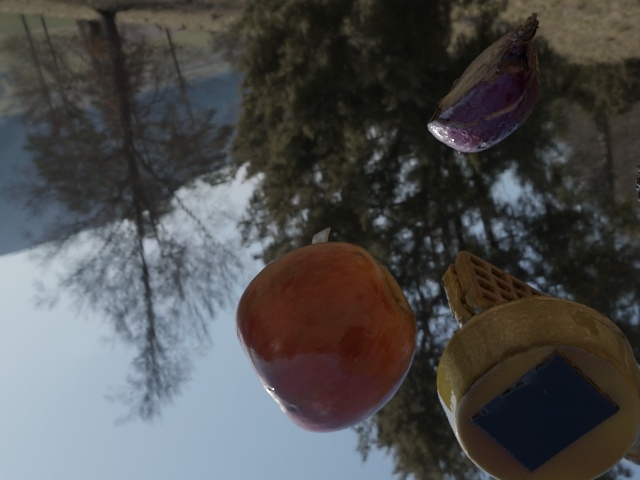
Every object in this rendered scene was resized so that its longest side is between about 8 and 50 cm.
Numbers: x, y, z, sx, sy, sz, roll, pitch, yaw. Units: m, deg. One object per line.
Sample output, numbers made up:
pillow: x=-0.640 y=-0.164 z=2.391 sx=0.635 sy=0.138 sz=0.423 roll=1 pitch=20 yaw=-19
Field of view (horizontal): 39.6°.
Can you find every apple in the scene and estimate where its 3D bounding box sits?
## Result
apple: x=0.019 y=0.180 z=1.749 sx=0.364 sy=0.364 sz=0.364 roll=-15 pitch=-171 yaw=2

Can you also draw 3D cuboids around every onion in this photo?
onion: x=0.380 y=-0.309 z=1.825 sx=0.267 sy=0.159 sz=0.348 roll=-55 pitch=-172 yaw=-26

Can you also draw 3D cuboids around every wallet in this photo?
wallet: x=0.000 y=0.000 z=1.903 sx=0.011 sy=0.044 sz=0.083 roll=18 pitch=163 yaw=-18

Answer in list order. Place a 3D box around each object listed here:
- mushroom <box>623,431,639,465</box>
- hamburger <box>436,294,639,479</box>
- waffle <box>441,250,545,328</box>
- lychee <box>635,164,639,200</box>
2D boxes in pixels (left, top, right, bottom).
mushroom: x=0.671 y=0.371 z=1.870 sx=0.097 sy=0.212 sz=0.088 roll=15 pitch=-167 yaw=-17
hamburger: x=0.315 y=0.216 z=1.285 sx=0.300 sy=0.300 sz=0.176 roll=-13 pitch=-155 yaw=12
waffle: x=0.437 y=0.170 z=1.997 sx=0.098 sy=0.327 sz=0.224 roll=-56 pitch=-162 yaw=26
lychee: x=0.744 y=-0.128 z=1.721 sx=0.267 sy=0.267 sz=0.267 roll=-15 pitch=-171 yaw=2
